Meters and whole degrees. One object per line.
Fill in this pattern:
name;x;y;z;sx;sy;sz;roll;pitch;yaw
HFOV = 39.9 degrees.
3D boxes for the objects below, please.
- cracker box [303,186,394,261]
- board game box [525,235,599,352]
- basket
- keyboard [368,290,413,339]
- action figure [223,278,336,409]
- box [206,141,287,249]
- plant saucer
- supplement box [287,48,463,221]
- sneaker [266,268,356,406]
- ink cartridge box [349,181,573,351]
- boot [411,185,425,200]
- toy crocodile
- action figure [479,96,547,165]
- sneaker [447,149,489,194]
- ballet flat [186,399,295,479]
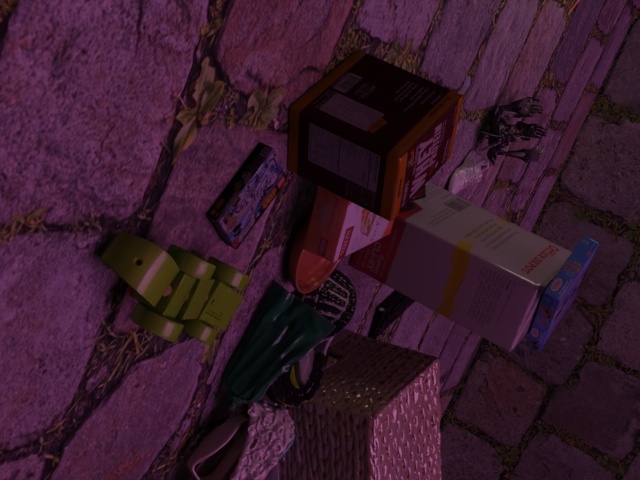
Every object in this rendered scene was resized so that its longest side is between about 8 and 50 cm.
cracker box;0.069;-0.067;1.524;0.232;0.067;0.156;-24;134;-57
board game box;0.476;0.109;1.741;0.160;0.039;0.211;-49;156;-26
basket;0.074;0.400;1.824;0.328;0.266;0.331;-28;119;-54
keyboard;0.227;0.125;2.271;0.317;0.033;0.201;-37;147;-49
action figure;-0.095;0.201;1.541;0.232;0.137;0.063;-53;171;0
box;-0.105;-0.064;1.287;0.137;0.027;0.094;-55;156;-16
plant saucer;0.000;0.000;1.593;0.200;0.037;0.200;-49;156;-32
supplement box;0.083;-0.166;1.362;0.191;0.194;0.129;-46;154;-35
sneaker;-0.031;0.181;1.673;0.121;0.111;0.300;-31;-154;58
ink cartridge box;0.301;0.041;1.846;0.279;0.384;0.160;-24;137;-57
boot;0.137;-0.126;1.738;0.219;0.082;0.106;-19;111;-55
toy crocodile;-0.186;0.066;1.186;0.115;0.105;0.340;-62;163;-2
action figure;0.503;-0.285;2.241;0.275;0.141;0.164;-35;125;-51
sneaker;0.369;-0.162;2.203;0.152;0.061;0.054;-51;158;-24
ballet flat;-0.209;0.444;1.558;0.409;0.147;0.147;-53;157;-12
